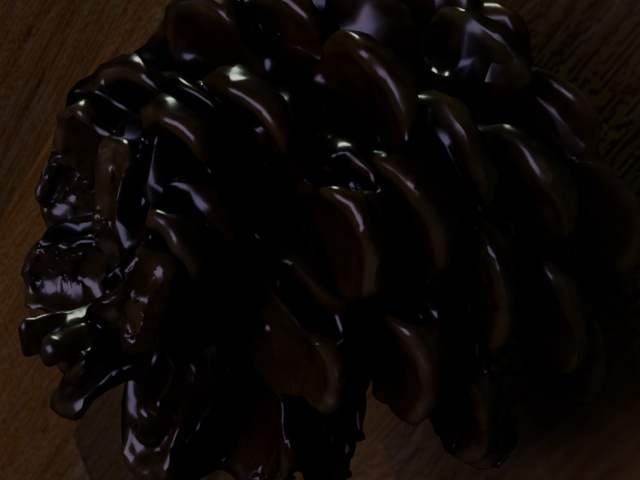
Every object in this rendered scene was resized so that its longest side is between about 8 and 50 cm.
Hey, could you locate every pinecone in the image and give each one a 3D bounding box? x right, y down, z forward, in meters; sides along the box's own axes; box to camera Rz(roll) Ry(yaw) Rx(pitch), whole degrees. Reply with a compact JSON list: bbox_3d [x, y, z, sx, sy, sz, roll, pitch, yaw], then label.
[{"bbox_3d":[-0.002,-0.011,0.632,0.243,0.257,0.243,-177,90,-67],"label":"pinecone"}]
